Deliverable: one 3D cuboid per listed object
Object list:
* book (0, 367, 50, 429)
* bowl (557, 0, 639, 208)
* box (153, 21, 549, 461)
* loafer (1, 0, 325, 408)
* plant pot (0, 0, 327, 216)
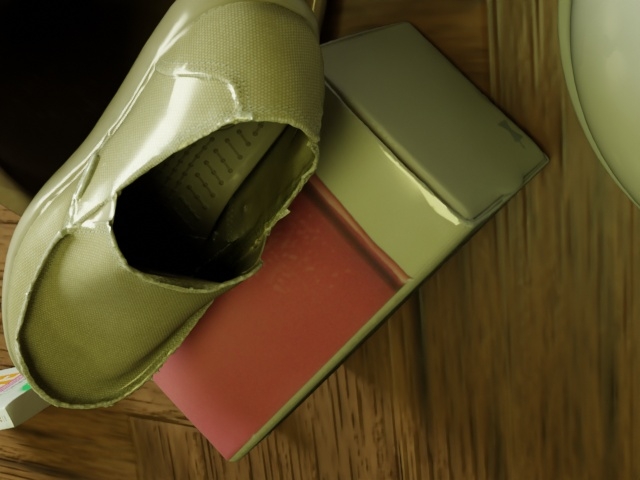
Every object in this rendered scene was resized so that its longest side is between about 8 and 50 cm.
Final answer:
[{"bbox_3d":[-0.277,0.140,0.819,0.144,0.096,0.035,-16,100,32],"label":"book"},{"bbox_3d":[0.239,-0.094,0.427,0.298,0.134,0.298,10,113,25],"label":"bowl"},{"bbox_3d":[0.000,0.000,0.583,0.127,0.148,0.232,46,123,7],"label":"box"},{"bbox_3d":[-0.084,-0.001,0.467,0.102,0.092,0.268,16,125,-27],"label":"loafer"},{"bbox_3d":[-0.160,-0.165,0.574,0.229,0.263,0.263,29,122,37],"label":"plant pot"}]
